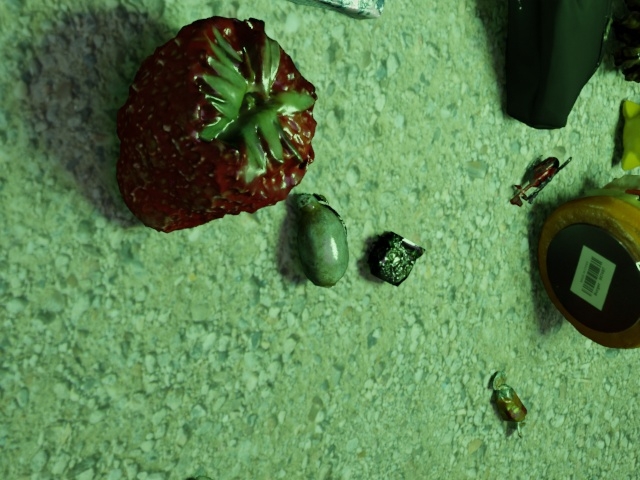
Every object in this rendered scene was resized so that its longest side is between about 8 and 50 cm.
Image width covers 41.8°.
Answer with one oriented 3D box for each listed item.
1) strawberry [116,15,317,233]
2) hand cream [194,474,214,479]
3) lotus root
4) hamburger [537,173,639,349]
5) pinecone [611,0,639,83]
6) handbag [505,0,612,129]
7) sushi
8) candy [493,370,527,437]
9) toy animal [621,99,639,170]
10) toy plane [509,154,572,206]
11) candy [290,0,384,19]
[{"bbox_3d":[-0.147,-0.148,1.116,0.261,0.257,0.261,11,74,-42],"label":"strawberry"},{"bbox_3d":[-0.213,0.440,1.338,0.061,0.039,0.143,30,93,-46],"label":"hand cream"},{"bbox_3d":[0.003,0.000,1.344,0.088,0.088,0.165,-17,103,-33],"label":"lotus root"},{"bbox_3d":[0.621,0.039,1.681,0.250,0.330,0.330,-25,117,-31],"label":"hamburger"},{"bbox_3d":[0.694,-0.416,1.665,0.243,0.243,0.257,-11,67,-35],"label":"pinecone"},{"bbox_3d":[0.449,-0.407,1.508,0.288,0.152,0.342,-43,144,-27],"label":"handbag"},{"bbox_3d":[0.122,0.029,1.460,0.084,0.056,0.083,24,95,-41],"label":"sushi"},{"bbox_3d":[0.405,0.352,1.776,0.053,0.046,0.182,-43,123,-22],"label":"candy"},{"bbox_3d":[0.751,-0.230,1.821,0.229,0.156,0.156,-3,105,-26],"label":"toy animal"},{"bbox_3d":[0.427,-0.120,1.647,0.145,0.060,0.037,-42,126,-2],"label":"toy plane"},{"bbox_3d":[0.023,-0.388,1.245,0.160,0.073,0.092,3,100,-38],"label":"candy"}]
